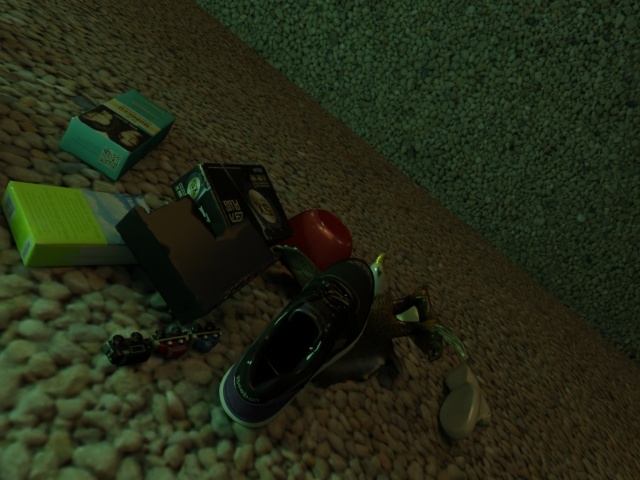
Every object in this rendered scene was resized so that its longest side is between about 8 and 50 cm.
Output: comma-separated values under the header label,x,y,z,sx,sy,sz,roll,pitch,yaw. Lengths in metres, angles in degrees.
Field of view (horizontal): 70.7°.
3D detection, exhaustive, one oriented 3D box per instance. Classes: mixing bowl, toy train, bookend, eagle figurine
label,x,y,z,sx,sy,sz,roll,pitch,yaw
mixing bowl,0.000,0.000,0.944,0.181,0.098,0.182,32,25,-17
toy train,-0.179,0.124,0.543,0.158,0.027,0.036,3,46,-54
bookend,-0.159,0.004,0.614,0.156,0.072,0.157,-39,99,-45
eagle figurine,0.061,0.121,0.768,0.297,0.226,0.226,1,-10,-12

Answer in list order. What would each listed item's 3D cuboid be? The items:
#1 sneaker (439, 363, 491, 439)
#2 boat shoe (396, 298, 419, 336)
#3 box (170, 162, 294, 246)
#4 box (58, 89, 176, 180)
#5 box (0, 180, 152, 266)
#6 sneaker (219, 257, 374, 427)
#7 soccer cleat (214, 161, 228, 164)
label,x,y,z,sx,sy,sz,roll,pitch,yaw
sneaker,0.282,0.316,0.843,0.094,0.080,0.212,54,23,2
boat shoe,0.210,0.185,1.003,0.133,0.049,0.042,44,-5,26
box,-0.146,-0.051,0.785,0.180,0.077,0.148,-14,79,-62
box,-0.353,-0.199,0.816,0.100,0.060,0.244,33,24,-16
box,-0.302,-0.019,0.595,0.178,0.042,0.109,2,44,-55
sneaker,0.000,0.106,0.568,0.107,0.124,0.283,39,53,8
soccer cleat,-0.208,-0.096,0.864,0.072,0.060,0.179,46,29,-11
